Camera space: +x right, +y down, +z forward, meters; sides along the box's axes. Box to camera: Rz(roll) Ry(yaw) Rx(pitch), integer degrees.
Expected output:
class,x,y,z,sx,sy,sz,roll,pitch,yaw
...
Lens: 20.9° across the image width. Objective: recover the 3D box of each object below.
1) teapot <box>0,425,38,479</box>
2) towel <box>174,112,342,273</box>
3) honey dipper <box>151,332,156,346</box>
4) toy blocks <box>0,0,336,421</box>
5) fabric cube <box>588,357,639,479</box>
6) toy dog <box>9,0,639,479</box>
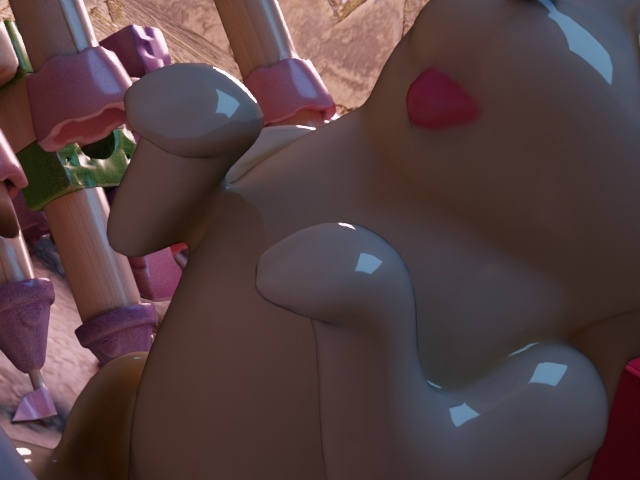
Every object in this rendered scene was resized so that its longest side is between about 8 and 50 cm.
class,x,y,z,sx,sy,sz,roll,pitch,yaw
teapot,-0.212,0.080,0.537,0.256,0.187,0.252,20,-34,56
towel,0.000,0.000,1.434,0.317,0.053,0.332,-16,49,-46
honey dipper,-0.088,0.096,1.252,0.161,0.030,0.030,27,12,-45
toy blocks,-0.162,-0.015,1.154,0.289,0.309,0.260,-8,74,-58
fabric cube,0.200,0.108,1.123,0.258,0.254,0.259,-23,42,-38
toy dog,0.063,0.058,0.822,0.395,0.408,0.284,26,13,-35
